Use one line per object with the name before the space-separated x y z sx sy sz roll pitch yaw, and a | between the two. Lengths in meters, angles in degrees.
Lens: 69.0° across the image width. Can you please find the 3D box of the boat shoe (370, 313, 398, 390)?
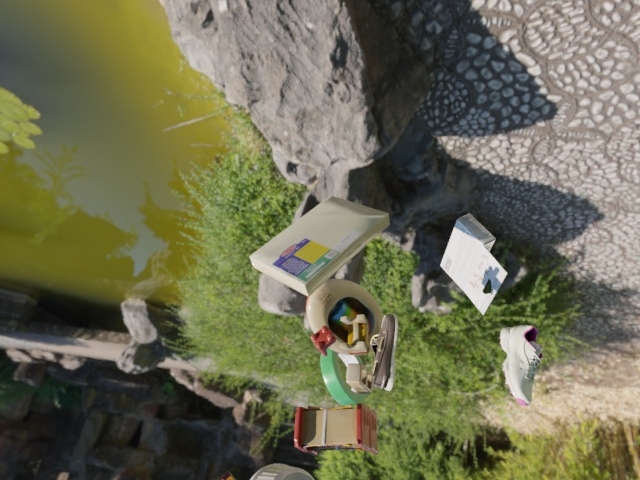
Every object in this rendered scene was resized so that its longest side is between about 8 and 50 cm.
boat shoe | 0.248 0.431 1.858 0.096 0.325 0.117 10 144 1

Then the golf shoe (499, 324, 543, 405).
golf shoe | 0.747 0.444 1.707 0.115 0.306 0.140 31 137 -30

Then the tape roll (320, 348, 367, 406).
tape roll | 0.123 0.663 2.341 0.077 0.322 0.321 -29 138 25

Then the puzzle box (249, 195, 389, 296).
puzzle box | 0.000 0.000 1.544 0.272 0.409 0.052 23 140 40

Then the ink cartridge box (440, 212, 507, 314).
ink cartridge box | 0.566 0.090 1.691 0.066 0.261 0.296 -25 147 -17

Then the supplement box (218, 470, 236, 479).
supplement box | -0.392 1.007 1.797 0.104 0.188 0.081 36 153 33

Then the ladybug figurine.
ladybug figurine | 0.096 0.333 2.104 0.449 0.305 0.162 46 170 -27

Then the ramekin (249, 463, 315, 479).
ramekin | -0.109 0.846 1.462 0.272 0.273 0.127 27 140 -31

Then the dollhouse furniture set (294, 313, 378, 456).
dollhouse furniture set | 0.055 0.425 1.374 0.201 0.374 0.152 -9 147 21
